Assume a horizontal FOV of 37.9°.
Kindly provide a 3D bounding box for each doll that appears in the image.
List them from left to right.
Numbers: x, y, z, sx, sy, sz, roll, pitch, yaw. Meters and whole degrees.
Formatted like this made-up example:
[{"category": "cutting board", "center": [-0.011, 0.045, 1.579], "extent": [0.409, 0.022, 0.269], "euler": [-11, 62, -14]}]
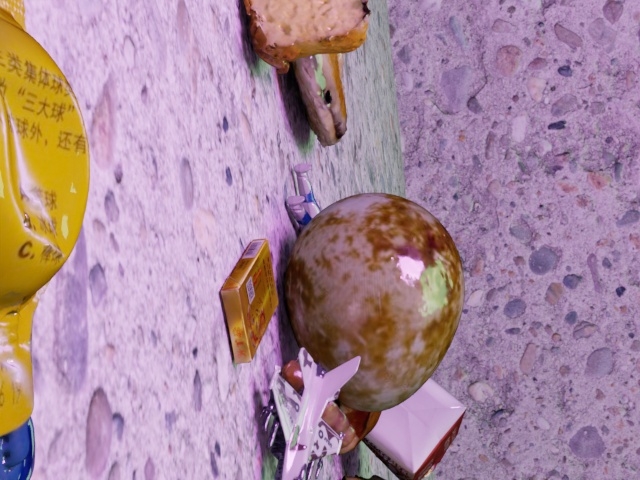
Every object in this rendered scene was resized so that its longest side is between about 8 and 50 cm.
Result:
[{"category": "doll", "center": [0.000, 0.000, 1.387], "extent": [0.114, 0.057, 0.227], "euler": [-88, 166, -51]}]

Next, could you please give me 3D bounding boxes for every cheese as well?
[{"category": "cheese", "center": [-0.166, -0.002, 0.467], "extent": [0.177, 0.069, 0.271], "euler": [11, 78, -78]}]

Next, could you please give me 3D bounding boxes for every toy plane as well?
[{"category": "toy plane", "center": [-0.029, 0.227, 1.065], "extent": [0.160, 0.082, 0.234], "euler": [52, 53, -37]}]

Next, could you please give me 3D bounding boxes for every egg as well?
[{"category": "egg", "center": [0.072, 0.079, 1.229], "extent": [0.238, 0.238, 0.290], "euler": [51, 36, -72]}]

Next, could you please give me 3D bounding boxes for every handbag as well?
[{"category": "handbag", "center": [0.140, 0.314, 1.603], "extent": [0.151, 0.171, 0.298], "euler": [-48, 163, -13]}]

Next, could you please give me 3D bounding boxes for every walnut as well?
[{"category": "walnut", "center": [0.044, 0.221, 1.400], "extent": [0.116, 0.115, 0.207], "euler": [-60, 151, -72]}]

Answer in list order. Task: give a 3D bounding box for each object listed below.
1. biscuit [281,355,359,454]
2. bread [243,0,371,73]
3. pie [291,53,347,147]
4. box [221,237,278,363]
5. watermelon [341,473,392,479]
[{"category": "biscuit", "center": [-0.007, 0.228, 1.205], "extent": [0.118, 0.061, 0.183], "euler": [43, -15, 32]}, {"category": "bread", "center": [-0.016, -0.331, 1.194], "extent": [0.147, 0.160, 0.261], "euler": [75, 7, -68]}, {"category": "pie", "center": [-0.011, -0.305, 1.424], "extent": [0.339, 0.077, 0.339], "euler": [-10, 90, -81]}, {"category": "box", "center": [-0.077, 0.064, 1.036], "extent": [0.156, 0.022, 0.089], "euler": [-69, 150, -67]}, {"category": "watermelon", "center": [0.099, 0.429, 1.483], "extent": [0.301, 0.129, 0.123], "euler": [116, -36, -84]}]
